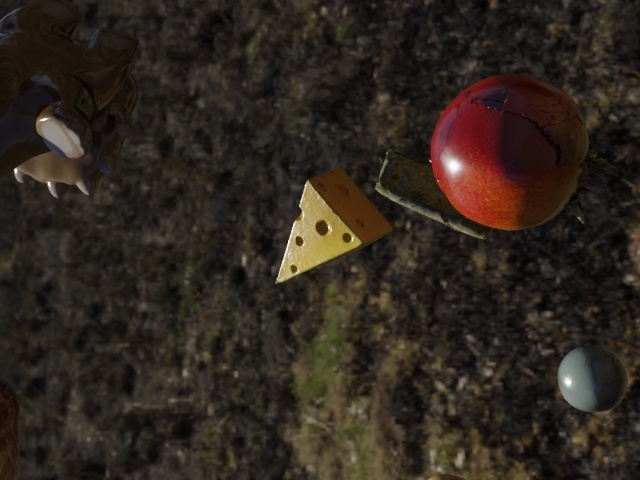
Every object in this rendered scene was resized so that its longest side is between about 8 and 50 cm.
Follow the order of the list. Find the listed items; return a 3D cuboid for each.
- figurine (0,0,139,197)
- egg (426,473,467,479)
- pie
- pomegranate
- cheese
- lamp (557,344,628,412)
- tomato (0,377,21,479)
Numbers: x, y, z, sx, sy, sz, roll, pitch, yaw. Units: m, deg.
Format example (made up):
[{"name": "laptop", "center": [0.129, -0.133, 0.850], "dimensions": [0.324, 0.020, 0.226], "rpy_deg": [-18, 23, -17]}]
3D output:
[{"name": "figurine", "center": [-0.277, -0.121, 0.952], "dimensions": [0.247, 0.177, 0.173], "rpy_deg": [-90, 21, -52]}, {"name": "egg", "center": [0.132, 0.271, 0.922], "dimensions": [0.096, 0.080, 0.080], "rpy_deg": [51, 134, 43]}, {"name": "pie", "center": [0.243, -0.097, 2.006], "dimensions": [0.068, 0.283, 0.128], "rpy_deg": [117, 176, -57]}, {"name": "pomegranate", "center": [0.259, -0.108, 1.253], "dimensions": [0.210, 0.235, 0.210], "rpy_deg": [25, -90, -87]}, {"name": "cheese", "center": [0.000, 0.000, 1.426], "dimensions": [0.126, 0.093, 0.171], "rpy_deg": [48, 126, 11]}, {"name": "lamp", "center": [0.416, 0.212, 1.468], "dimensions": [0.105, 0.105, 0.105], "rpy_deg": [-177, 90, -66]}, {"name": "tomato", "center": [-0.566, 0.322, 1.380], "dimensions": [0.303, 0.304, 0.238], "rpy_deg": [-7, 93, 65]}]
